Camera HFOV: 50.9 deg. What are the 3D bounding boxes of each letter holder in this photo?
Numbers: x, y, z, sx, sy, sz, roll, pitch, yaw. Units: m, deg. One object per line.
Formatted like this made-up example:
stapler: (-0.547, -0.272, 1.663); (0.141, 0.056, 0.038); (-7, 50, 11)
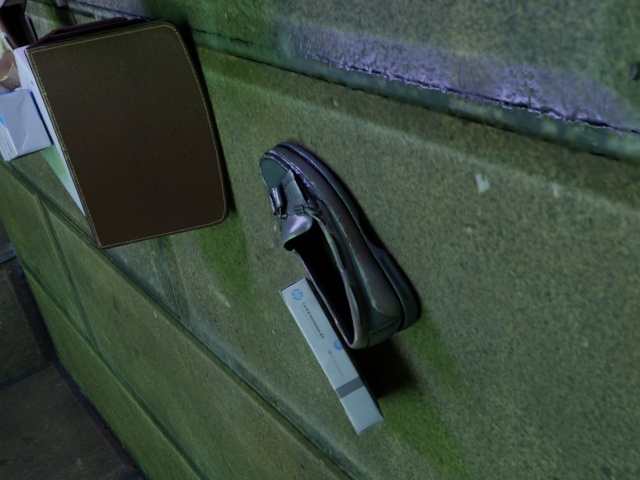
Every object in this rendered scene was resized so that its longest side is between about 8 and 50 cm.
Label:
letter holder: (-0.260, -0.169, 0.995); (0.152, 0.214, 0.302); (-104, 2, -63)

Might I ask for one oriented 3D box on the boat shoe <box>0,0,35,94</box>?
boat shoe: (-0.578, -0.430, 1.192); (0.123, 0.116, 0.324); (-73, -29, -68)

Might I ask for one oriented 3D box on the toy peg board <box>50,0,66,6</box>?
toy peg board: (-0.544, -0.513, 1.208); (0.160, 0.079, 0.161); (36, 142, 39)

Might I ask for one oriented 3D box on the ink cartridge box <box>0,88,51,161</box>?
ink cartridge box: (-0.545, -0.203, 1.202); (0.180, 0.060, 0.104); (5, 116, 58)

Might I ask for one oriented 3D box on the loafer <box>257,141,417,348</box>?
loafer: (0.000, 0.000, 0.754); (0.267, 0.084, 0.096); (53, 149, 18)

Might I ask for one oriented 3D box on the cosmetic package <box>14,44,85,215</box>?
cosmetic package: (-0.424, -0.207, 1.209); (0.225, 0.138, 0.224); (47, 148, 23)

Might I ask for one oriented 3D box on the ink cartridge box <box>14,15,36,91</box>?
ink cartridge box: (-0.685, -0.403, 1.556); (0.224, 0.045, 0.223); (24, 132, 50)

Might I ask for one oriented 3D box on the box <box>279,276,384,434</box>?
box: (0.014, 0.135, 0.830); (0.186, 0.038, 0.145); (59, 179, 5)
